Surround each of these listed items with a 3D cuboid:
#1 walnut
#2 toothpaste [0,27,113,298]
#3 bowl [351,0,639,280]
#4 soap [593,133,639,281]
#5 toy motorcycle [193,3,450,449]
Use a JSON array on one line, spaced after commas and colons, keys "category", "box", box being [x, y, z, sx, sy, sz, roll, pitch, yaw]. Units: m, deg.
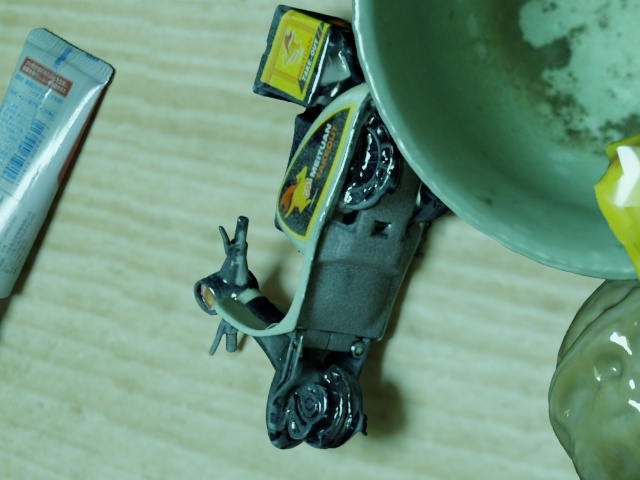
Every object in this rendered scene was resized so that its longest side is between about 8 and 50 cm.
[{"category": "walnut", "box": [0.194, 0.072, 1.006, 0.140, 0.140, 0.162, 53, 135, 26]}, {"category": "toothpaste", "box": [-0.228, -0.036, 1.401, 0.089, 0.057, 0.234, 30, 101, 33]}, {"category": "bowl", "box": [0.169, -0.132, 0.994, 0.289, 0.146, 0.289, 2, 98, 12]}, {"category": "soap", "box": [0.308, -0.009, 0.850, 0.324, 0.096, 0.204, -23, 90, 14]}, {"category": "toy motorcycle", "box": [0.000, 0.000, 1.194, 0.157, 0.091, 0.263, 28, 105, 44]}]
